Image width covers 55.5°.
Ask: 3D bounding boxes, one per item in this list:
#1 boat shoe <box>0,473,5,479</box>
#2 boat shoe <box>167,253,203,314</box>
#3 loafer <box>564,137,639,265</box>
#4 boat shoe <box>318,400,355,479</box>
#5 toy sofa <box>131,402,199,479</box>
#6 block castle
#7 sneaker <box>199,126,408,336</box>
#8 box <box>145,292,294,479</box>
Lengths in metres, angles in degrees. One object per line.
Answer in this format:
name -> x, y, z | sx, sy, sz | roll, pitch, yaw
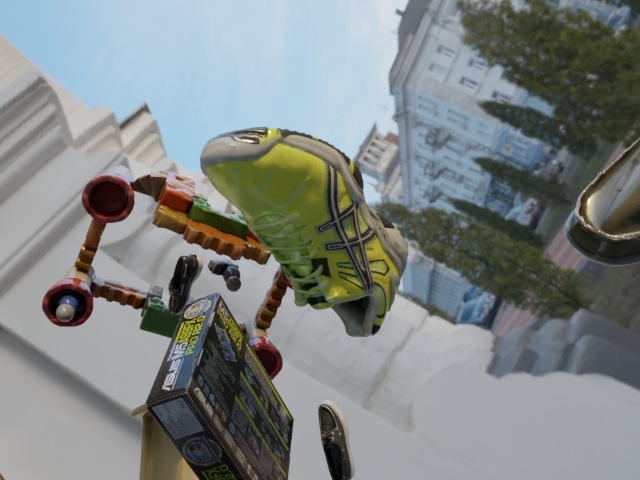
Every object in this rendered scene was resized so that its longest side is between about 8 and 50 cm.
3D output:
boat shoe -> -0.368, 0.331, 0.692 | 0.111, 0.307, 0.105 | -32, -12, 39
boat shoe -> -0.239, 0.075, 1.034 | 0.038, 0.046, 0.125 | 3, -51, -42
loafer -> 0.319, -0.078, 0.537 | 0.251, 0.094, 0.087 | -39, -42, -4
boat shoe -> 0.024, 0.351, 1.059 | 0.049, 0.142, 0.040 | -22, -11, 27
toy sofa -> -0.271, 0.495, 1.189 | 0.150, 0.177, 0.362 | -32, 52, 40
block castle -> -0.242, 0.067, 1.140 | 0.302, 0.454, 0.213 | -64, 18, 13
sneaker -> 0.000, 0.000, 0.763 | 0.385, 0.145, 0.147 | 38, -129, -42
box -> -0.124, 0.241, 0.849 | 0.216, 0.060, 0.270 | -88, -25, -62
